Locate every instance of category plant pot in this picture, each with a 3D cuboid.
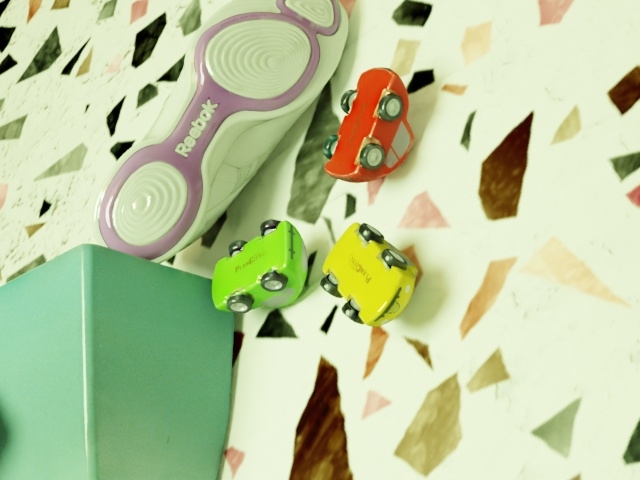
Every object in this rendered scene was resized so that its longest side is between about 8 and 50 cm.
[{"bbox_3d":[-0.181,0.153,1.673,0.166,0.165,0.234,-25,58,41],"label":"plant pot"}]

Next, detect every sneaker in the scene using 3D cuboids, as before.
[{"bbox_3d":[-0.094,-0.102,1.753,0.305,0.114,0.152,-50,-2,-9],"label":"sneaker"}]

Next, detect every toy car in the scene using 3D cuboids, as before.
[{"bbox_3d":[0.000,0.000,1.628,0.225,0.053,0.239,-31,46,38],"label":"toy car"}]
